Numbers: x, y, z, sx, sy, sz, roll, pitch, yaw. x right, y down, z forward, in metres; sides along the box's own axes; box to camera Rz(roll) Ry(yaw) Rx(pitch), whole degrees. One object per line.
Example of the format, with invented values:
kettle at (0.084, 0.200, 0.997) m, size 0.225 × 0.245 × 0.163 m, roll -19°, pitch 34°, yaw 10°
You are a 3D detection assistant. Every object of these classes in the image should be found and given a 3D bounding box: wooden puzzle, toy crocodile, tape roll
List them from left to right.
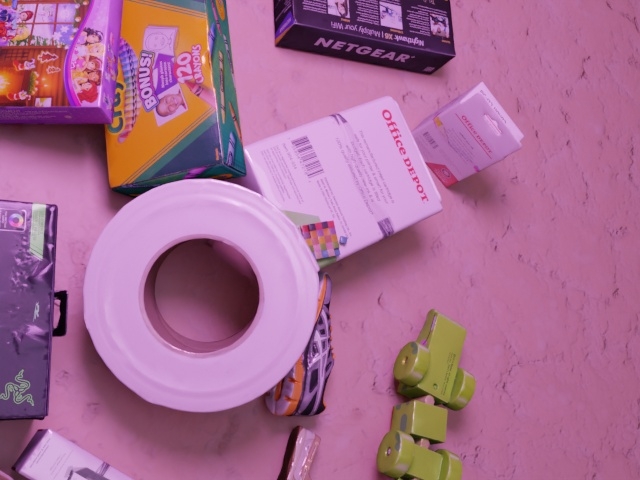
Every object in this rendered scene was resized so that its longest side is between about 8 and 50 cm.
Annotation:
tape roll at (-0.144, 0.065, 0.910) m, size 0.286 × 0.100 × 0.286 m, roll 0°, pitch 91°, yaw -5°
wooden puzzle at (0.000, 0.000, 0.986) m, size 0.083 × 0.006 × 0.049 m, roll -11°, pitch 84°, yaw -26°
toy crocodile at (0.148, 0.264, 1.080) m, size 0.115 × 0.105 × 0.341 m, roll 26°, pitch 62°, yaw -19°

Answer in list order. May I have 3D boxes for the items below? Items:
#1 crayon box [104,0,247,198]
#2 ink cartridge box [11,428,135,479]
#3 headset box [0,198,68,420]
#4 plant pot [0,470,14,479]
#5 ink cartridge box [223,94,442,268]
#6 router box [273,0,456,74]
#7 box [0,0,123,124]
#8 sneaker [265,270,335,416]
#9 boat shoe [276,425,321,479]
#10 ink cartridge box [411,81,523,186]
crayon box at (-0.203, -0.209, 0.973) m, size 0.165 × 0.081 × 0.279 m, roll -11°, pitch 80°, yaw 16°
ink cartridge box at (-0.284, 0.279, 0.849) m, size 0.135 × 0.099 × 0.056 m, roll 37°, pitch 63°, yaw -15°
headset box at (-0.432, 0.080, 0.805) m, size 0.283 × 0.131 × 0.247 m, roll 6°, pitch 75°, yaw -26°
plant pot at (-0.400, 0.377, 0.695) m, size 0.191 × 0.284 × 0.284 m, roll -40°, pitch 98°, yaw 7°
ink cartridge box at (0.019, -0.076, 1.082) m, size 0.272 × 0.114 × 0.198 m, roll -24°, pitch 89°, yaw -29°
router box at (0.073, -0.428, 1.217) m, size 0.308 × 0.081 × 0.243 m, roll 4°, pitch 75°, yaw -26°
box at (-0.361, -0.294, 0.930) m, size 0.200 × 0.057 × 0.294 m, roll 0°, pitch 76°, yaw 1°
sneaker at (-0.017, 0.149, 1.036) m, size 0.083 × 0.084 × 0.215 m, roll 25°, pitch 70°, yaw -34°
boat shoe at (-0.032, 0.326, 0.993) m, size 0.045 × 0.050 × 0.135 m, roll 23°, pitch 68°, yaw -14°
ink cartridge box at (0.244, -0.175, 1.173) m, size 0.115 × 0.198 × 0.067 m, roll 50°, pitch 62°, yaw -8°
